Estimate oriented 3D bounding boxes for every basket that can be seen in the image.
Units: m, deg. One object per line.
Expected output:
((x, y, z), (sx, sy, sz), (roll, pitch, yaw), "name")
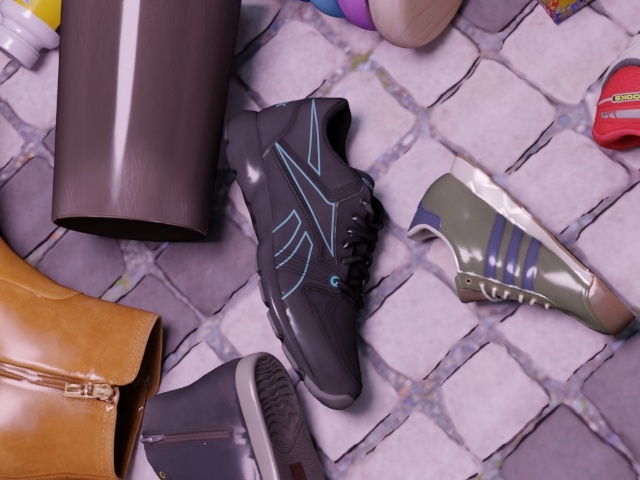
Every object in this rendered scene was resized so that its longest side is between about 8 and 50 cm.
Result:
((-0.146, -0.120, 1.134), (0.154, 0.204, 0.227), (5, 81, -2), "basket")

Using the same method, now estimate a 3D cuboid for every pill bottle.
((-0.250, -0.216, 1.252), (0.065, 0.065, 0.116), (32, 83, 23), "pill bottle")

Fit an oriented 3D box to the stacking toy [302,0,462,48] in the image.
((-0.036, -0.275, 1.186), (0.330, 0.141, 0.141), (23, 79, 28), "stacking toy")

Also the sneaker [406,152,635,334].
((0.145, 0.023, 1.061), (0.086, 0.064, 0.192), (-47, 65, 5), "sneaker")

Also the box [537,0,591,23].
((0.163, -0.378, 1.072), (0.177, 0.279, 0.290), (-34, 65, 3), "box")

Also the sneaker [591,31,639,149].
((0.330, -0.052, 1.026), (0.279, 0.107, 0.118), (31, 101, 26), "sneaker")

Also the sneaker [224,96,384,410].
((0.000, 0.000, 1.087), (0.106, 0.101, 0.267), (-18, 68, 7), "sneaker")

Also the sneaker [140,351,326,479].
((-0.059, 0.207, 1.056), (0.118, 0.083, 0.222), (-22, 73, 28), "sneaker")

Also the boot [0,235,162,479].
((-0.233, 0.054, 1.145), (0.211, 0.104, 0.295), (0, 76, 10), "boot")
